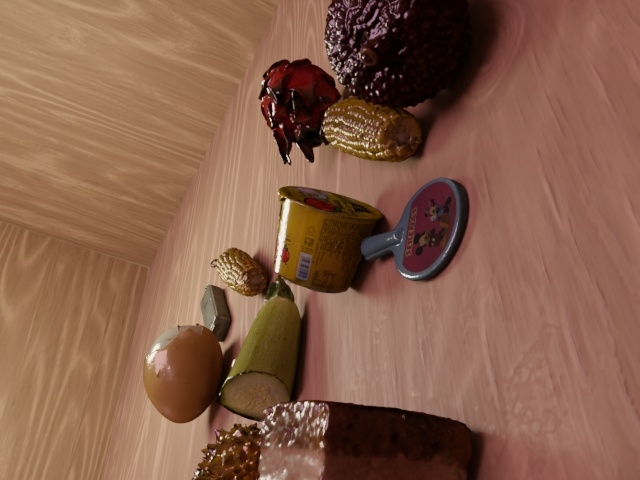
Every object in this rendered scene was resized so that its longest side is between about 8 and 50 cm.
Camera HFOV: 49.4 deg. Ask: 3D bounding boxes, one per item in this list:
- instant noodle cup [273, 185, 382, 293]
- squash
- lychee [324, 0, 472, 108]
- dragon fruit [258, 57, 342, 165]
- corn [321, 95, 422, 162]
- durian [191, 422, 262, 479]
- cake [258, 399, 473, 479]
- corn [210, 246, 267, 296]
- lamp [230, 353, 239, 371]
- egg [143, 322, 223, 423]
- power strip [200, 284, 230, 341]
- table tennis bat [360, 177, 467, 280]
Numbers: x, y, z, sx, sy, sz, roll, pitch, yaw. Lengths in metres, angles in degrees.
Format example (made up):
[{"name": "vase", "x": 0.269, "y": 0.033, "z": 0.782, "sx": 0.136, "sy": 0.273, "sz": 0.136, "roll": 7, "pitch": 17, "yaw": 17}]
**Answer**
[{"name": "instant noodle cup", "x": 0.000, "y": 0.000, "z": 1.193, "sx": 0.182, "sy": 0.182, "sz": 0.144, "roll": -127, "pitch": 50, "yaw": -68}, {"name": "squash", "x": -0.084, "y": 0.192, "z": 1.330, "sx": 0.137, "sy": 0.137, "sz": 0.288, "roll": -39, "pitch": 27, "yaw": 57}, {"name": "lychee", "x": 0.125, "y": -0.331, "z": 1.085, "sx": 0.236, "sy": 0.235, "sz": 0.271, "roll": -51, "pitch": 7, "yaw": 44}, {"name": "dragon fruit", "x": -0.041, "y": -0.292, "z": 1.556, "sx": 0.192, "sy": 0.193, "sz": 0.274, "roll": -51, "pitch": 55, "yaw": 47}, {"name": "corn", "x": 0.082, "y": -0.197, "z": 1.244, "sx": 0.115, "sy": 0.115, "sz": 0.318, "roll": -68, "pitch": 20, "yaw": 7}, {"name": "durian", "x": -0.201, "y": 0.458, "z": 1.374, "sx": 0.341, "sy": 0.112, "sz": 0.191, "roll": 131, "pitch": 150, "yaw": -51}, {"name": "cake", "x": 0.035, "y": 0.323, "z": 0.747, "sx": 0.196, "sy": 0.198, "sz": 0.293, "roll": -25, "pitch": 53, "yaw": 57}, {"name": "corn", "x": -0.204, "y": 0.077, "z": 1.771, "sx": 0.293, "sy": 0.106, "sz": 0.107, "roll": 17, "pitch": 88, "yaw": 70}, {"name": "lamp", "x": -0.140, "y": 0.276, "z": 1.406, "sx": 0.107, "sy": 0.092, "sz": 0.108, "roll": 46, "pitch": 145, "yaw": 46}, {"name": "egg", "x": -0.346, "y": 0.336, "z": 1.760, "sx": 0.201, "sy": 0.200, "sz": 0.245, "roll": 140, "pitch": 132, "yaw": -56}, {"name": "power strip", "x": -0.301, "y": 0.204, "z": 1.985, "sx": 0.078, "sy": 0.052, "sz": 0.272, "roll": -66, "pitch": 20, "yaw": 11}, {"name": "table tennis bat", "x": 0.135, "y": -0.008, "z": 1.029, "sx": 0.244, "sy": 0.040, "sz": 0.153, "roll": -21, "pitch": 52, "yaw": 60}]
